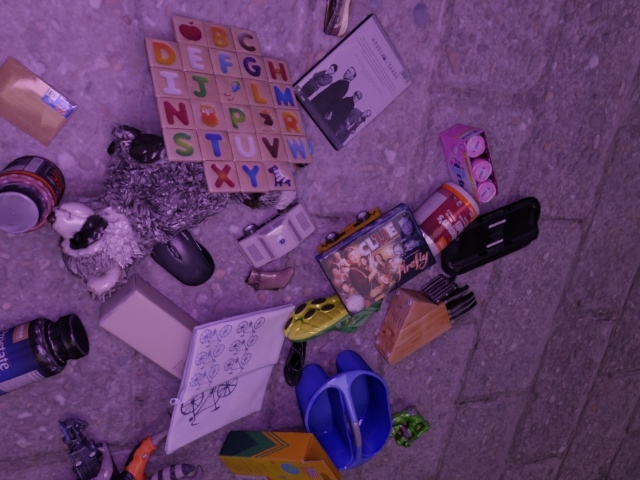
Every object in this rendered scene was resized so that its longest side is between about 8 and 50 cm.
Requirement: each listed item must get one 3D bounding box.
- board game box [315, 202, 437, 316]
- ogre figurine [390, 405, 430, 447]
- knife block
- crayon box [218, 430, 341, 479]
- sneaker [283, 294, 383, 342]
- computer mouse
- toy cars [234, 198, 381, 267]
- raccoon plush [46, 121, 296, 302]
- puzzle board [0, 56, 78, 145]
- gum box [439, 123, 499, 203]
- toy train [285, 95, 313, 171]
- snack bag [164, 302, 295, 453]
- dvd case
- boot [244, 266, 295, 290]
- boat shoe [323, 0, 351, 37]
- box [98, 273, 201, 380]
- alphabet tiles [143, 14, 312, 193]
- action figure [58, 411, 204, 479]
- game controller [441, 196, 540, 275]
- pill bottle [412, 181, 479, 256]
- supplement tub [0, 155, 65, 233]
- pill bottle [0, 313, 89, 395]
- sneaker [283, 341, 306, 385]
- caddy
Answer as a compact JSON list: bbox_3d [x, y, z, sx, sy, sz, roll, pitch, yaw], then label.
[{"bbox_3d":[0.131,0.045,1.093,0.243,0.042,0.165,-32,107,-5],"label":"board game box"},{"bbox_3d":[0.271,0.582,1.461,0.118,0.097,0.197,-34,109,7],"label":"ogre figurine"},{"bbox_3d":[0.310,0.227,1.331,0.241,0.088,0.276,13,105,-25],"label":"knife block"},{"bbox_3d":[-0.083,0.595,1.230,0.318,0.081,0.202,-9,123,27],"label":"crayon box"},{"bbox_3d":[0.048,0.197,1.189,0.295,0.109,0.124,-21,123,-24],"label":"sneaker"},{"bbox_3d":[-0.353,0.027,0.998,0.184,0.060,0.262,-33,119,-7],"label":"computer mouse"},{"bbox_3d":[0.000,0.000,1.113,0.393,0.087,0.177,4,109,-23],"label":"toy cars"},{"bbox_3d":[-0.262,-0.023,0.895,0.446,0.216,0.300,16,93,-27],"label":"raccoon plush"},{"bbox_3d":[-0.525,-0.248,0.844,0.128,0.011,0.096,39,92,-30],"label":"puzzle board"},{"bbox_3d":[0.374,-0.188,1.174,0.062,0.107,0.189,-30,119,-8],"label":"gum box"},{"bbox_3d":[-0.087,-0.226,0.988,0.105,0.080,0.184,-28,119,-9],"label":"toy train"},{"bbox_3d":[-0.207,0.321,1.104,0.323,0.037,0.343,-4,117,-55],"label":"snack bag"},{"bbox_3d":[0.074,-0.344,1.033,0.238,0.029,0.179,-43,120,-1],"label":"dvd case"},{"bbox_3d":[-0.124,0.086,1.099,0.086,0.042,0.118,19,137,-24],"label":"boot"},{"bbox_3d":[0.034,-0.493,0.940,0.049,0.056,0.152,-7,114,-25],"label":"boat shoe"},{"bbox_3d":[-0.351,0.208,1.055,0.113,0.094,0.275,-42,120,-2],"label":"box"},{"bbox_3d":[-0.156,-0.247,0.849,0.285,0.011,0.343,-6,75,-36],"label":"alphabet tiles"},{"bbox_3d":[-0.483,0.557,1.106,0.330,0.178,0.342,-28,121,-20],"label":"action figure"},{"bbox_3d":[0.480,-0.011,1.310,0.318,0.067,0.167,-21,121,-13],"label":"game controller"},{"bbox_3d":[0.286,-0.035,1.194,0.221,0.121,0.121,-44,120,0],"label":"pill bottle"},{"bbox_3d":[-0.512,-0.077,0.812,0.105,0.198,0.106,-8,115,-18],"label":"supplement tub"},{"bbox_3d":[-0.600,0.231,0.949,0.219,0.123,0.123,-21,117,-13],"label":"pill bottle"},{"bbox_3d":[-0.067,0.318,1.213,0.051,0.089,0.170,13,104,2],"label":"sneaker"},{"bbox_3d":[0.068,0.477,1.287,0.241,0.179,0.342,-18,117,-15],"label":"caddy"}]
